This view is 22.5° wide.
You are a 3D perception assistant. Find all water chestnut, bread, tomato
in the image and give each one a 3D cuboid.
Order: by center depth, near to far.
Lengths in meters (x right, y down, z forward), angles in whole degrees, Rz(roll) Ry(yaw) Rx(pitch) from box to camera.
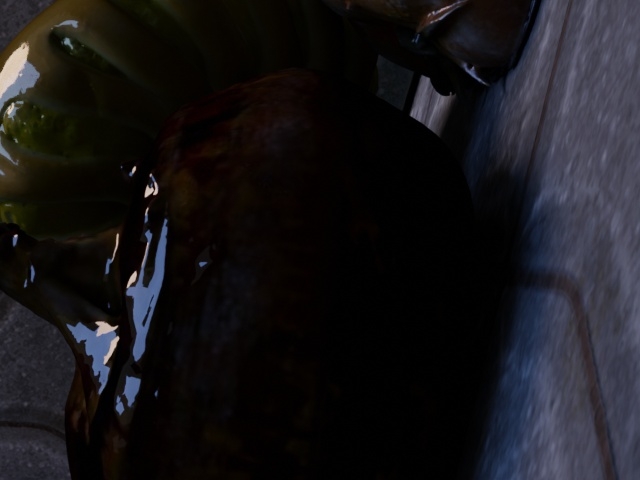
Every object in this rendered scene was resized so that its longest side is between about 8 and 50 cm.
[{"bbox_3d":[-0.064,0.049,1.002,0.350,0.302,0.350,-169,90,-81],"label":"water chestnut"},{"bbox_3d":[0.069,-0.202,1.121,0.214,0.155,0.180,128,159,-81],"label":"tomato"},{"bbox_3d":[-0.097,-0.076,1.204,0.160,0.333,0.333,50,137,36],"label":"bread"}]

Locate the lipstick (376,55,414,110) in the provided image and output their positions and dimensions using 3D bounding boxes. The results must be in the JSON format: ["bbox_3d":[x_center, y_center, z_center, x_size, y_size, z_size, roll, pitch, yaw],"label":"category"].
[{"bbox_3d":[0.079,-0.251,1.531,0.077,0.076,0.289,-87,12,-72],"label":"lipstick"}]
